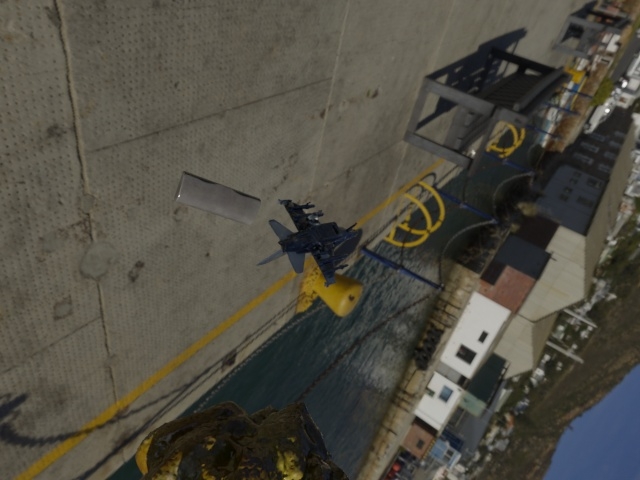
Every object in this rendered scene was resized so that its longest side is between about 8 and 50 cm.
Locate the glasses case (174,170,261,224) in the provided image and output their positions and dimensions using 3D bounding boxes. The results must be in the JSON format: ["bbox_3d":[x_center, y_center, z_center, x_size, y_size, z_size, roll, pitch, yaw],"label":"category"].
[{"bbox_3d":[-0.234,-0.094,1.064,0.190,0.042,0.072,19,99,-31],"label":"glasses case"}]

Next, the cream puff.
[{"bbox_3d":[-0.072,0.272,0.481,0.196,0.244,0.244,-29,150,-12],"label":"cream puff"}]

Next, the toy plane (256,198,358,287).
[{"bbox_3d":[0.005,-0.007,0.747,0.234,0.160,0.082,-18,162,-43],"label":"toy plane"}]
